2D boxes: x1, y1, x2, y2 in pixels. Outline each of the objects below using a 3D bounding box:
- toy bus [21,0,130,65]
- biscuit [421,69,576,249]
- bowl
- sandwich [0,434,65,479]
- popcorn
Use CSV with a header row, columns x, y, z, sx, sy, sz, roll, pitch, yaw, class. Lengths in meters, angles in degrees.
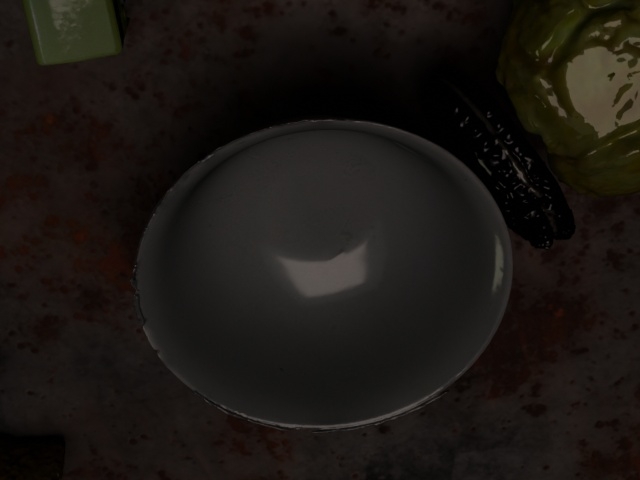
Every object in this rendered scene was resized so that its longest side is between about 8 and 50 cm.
x,y,z,sx,sy,sz,roll,pitch,yaw,class
-0.219,-0.246,1.353,0.088,0.101,0.175,-8,121,2,toy bus
0.161,-0.072,1.434,0.053,0.194,0.194,-36,119,0,biscuit
0.000,0.000,1.488,0.345,0.157,0.345,-1,123,-2,bowl
-0.425,0.312,1.699,0.273,0.095,0.249,8,122,-9,sandwich
0.261,-0.147,1.401,0.204,0.184,0.221,-20,121,1,popcorn
